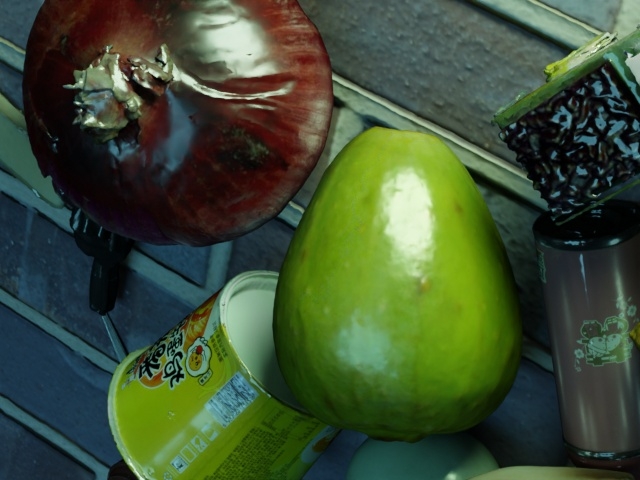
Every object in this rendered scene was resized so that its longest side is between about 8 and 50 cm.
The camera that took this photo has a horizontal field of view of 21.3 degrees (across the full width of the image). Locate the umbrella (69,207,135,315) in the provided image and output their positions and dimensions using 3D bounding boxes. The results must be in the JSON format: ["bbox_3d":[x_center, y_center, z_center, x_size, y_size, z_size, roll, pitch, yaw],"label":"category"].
[{"bbox_3d":[-0.251,-0.045,2.049,0.118,0.118,0.340,29,133,23],"label":"umbrella"}]

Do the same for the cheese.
[{"bbox_3d":[-0.459,-0.191,2.171,0.400,0.034,0.085,41,135,14],"label":"cheese"}]

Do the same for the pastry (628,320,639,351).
[{"bbox_3d":[0.382,0.082,1.562,0.189,0.189,0.103,-27,97,43],"label":"pastry"}]

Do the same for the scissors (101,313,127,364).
[{"bbox_3d":[-0.246,0.174,2.204,0.100,0.015,0.189,-16,101,44],"label":"scissors"}]

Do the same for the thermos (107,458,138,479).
[{"bbox_3d":[-0.185,0.286,2.066,0.124,0.232,0.099,38,130,15],"label":"thermos"}]

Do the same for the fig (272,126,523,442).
[{"bbox_3d":[0.076,0.045,1.738,0.258,0.258,0.326,0,98,38],"label":"fig"}]

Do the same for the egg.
[{"bbox_3d":[0.115,0.274,1.884,0.192,0.149,0.149,11,119,40],"label":"egg"}]

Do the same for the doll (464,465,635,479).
[{"bbox_3d":[0.181,0.391,1.727,0.226,0.215,0.370,32,123,54],"label":"doll"}]

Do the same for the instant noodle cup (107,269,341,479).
[{"bbox_3d":[-0.083,0.169,1.930,0.264,0.264,0.200,48,124,8],"label":"instant noodle cup"}]

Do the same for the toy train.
[{"bbox_3d":[0.283,-0.131,1.529,0.261,0.177,0.134,-31,92,44],"label":"toy train"}]

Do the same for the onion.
[{"bbox_3d":[-0.167,-0.158,1.776,0.348,0.285,0.347,2,96,19],"label":"onion"}]

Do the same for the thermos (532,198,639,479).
[{"bbox_3d":[0.300,0.127,1.710,0.109,0.136,0.330,27,132,60],"label":"thermos"}]
